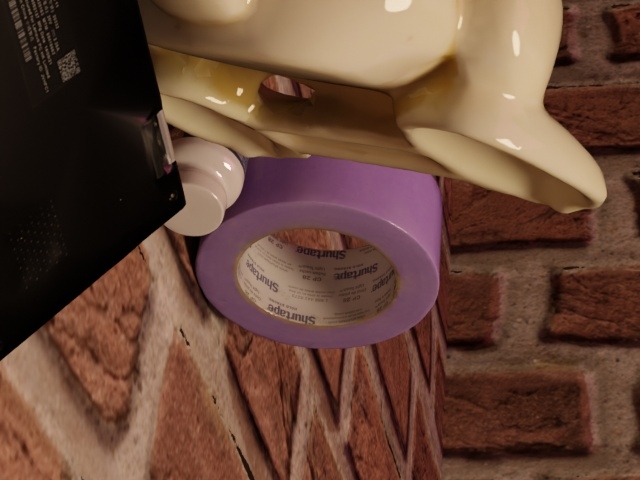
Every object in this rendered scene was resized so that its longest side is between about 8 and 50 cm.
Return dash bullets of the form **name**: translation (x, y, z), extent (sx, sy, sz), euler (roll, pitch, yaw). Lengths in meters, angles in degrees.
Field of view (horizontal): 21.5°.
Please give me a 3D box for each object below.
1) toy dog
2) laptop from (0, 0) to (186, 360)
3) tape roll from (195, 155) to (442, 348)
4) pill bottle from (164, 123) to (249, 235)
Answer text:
- **toy dog**: translation (0.020, -0.264, 0.937), extent (0.395, 0.285, 0.407), euler (25, 77, -52)
- **laptop**: translation (-0.214, -0.164, 0.713), extent (0.408, 0.236, 0.382), euler (-44, 137, -37)
- **tape roll**: translation (0.000, 0.000, 1.316), extent (0.189, 0.189, 0.080), euler (74, 17, -49)
- **pill bottle**: translation (-0.085, -0.061, 1.211), extent (0.120, 0.067, 0.067), euler (-81, 164, -47)
